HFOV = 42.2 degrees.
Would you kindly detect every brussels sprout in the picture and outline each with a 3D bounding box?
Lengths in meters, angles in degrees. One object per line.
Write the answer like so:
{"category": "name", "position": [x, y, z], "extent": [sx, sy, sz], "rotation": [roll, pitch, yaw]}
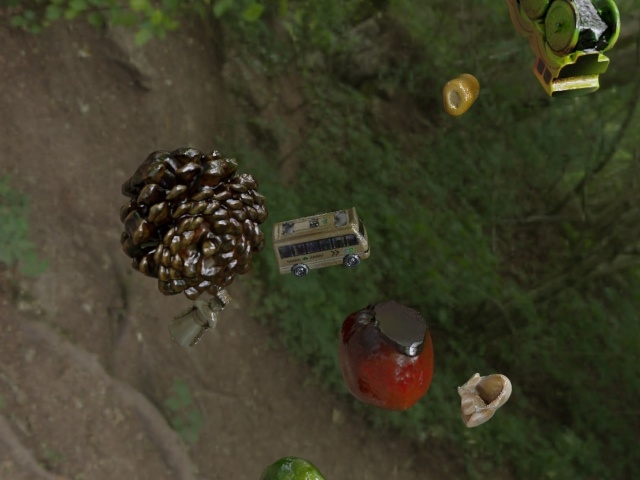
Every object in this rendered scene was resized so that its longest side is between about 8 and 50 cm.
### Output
{"category": "brussels sprout", "position": [-0.061, 0.533, 1.708], "extent": [0.161, 0.180, 0.144], "rotation": [49, 16, -9]}

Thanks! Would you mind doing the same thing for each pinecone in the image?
{"category": "pinecone", "position": [-0.332, -0.057, 2.126], "extent": [0.397, 0.397, 0.398], "rotation": [-1, 90, -75]}

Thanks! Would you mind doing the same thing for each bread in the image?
{"category": "bread", "position": [0.373, -0.387, 2.177], "extent": [0.239, 0.073, 0.093], "rotation": [-45, 127, -66]}

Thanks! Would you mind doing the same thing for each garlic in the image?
{"category": "garlic", "position": [0.458, 0.445, 2.312], "extent": [0.124, 0.174, 0.099], "rotation": [48, 6, -36]}

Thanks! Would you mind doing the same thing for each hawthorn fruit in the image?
{"category": "hawthorn fruit", "position": [0.141, 0.251, 1.720], "extent": [0.215, 0.215, 0.250], "rotation": [-65, 145, -59]}

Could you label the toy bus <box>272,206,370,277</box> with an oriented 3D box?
{"category": "toy bus", "position": [0.000, 0.000, 2.540], "extent": [0.139, 0.289, 0.157], "rotation": [-90, 168, -54]}

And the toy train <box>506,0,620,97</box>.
{"category": "toy train", "position": [0.367, -0.369, 1.324], "extent": [0.161, 0.100, 0.296], "rotation": [98, -20, -50]}

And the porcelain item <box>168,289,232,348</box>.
{"category": "porcelain item", "position": [-0.261, 0.165, 1.838], "extent": [0.084, 0.213, 0.054], "rotation": [51, 41, 1]}
